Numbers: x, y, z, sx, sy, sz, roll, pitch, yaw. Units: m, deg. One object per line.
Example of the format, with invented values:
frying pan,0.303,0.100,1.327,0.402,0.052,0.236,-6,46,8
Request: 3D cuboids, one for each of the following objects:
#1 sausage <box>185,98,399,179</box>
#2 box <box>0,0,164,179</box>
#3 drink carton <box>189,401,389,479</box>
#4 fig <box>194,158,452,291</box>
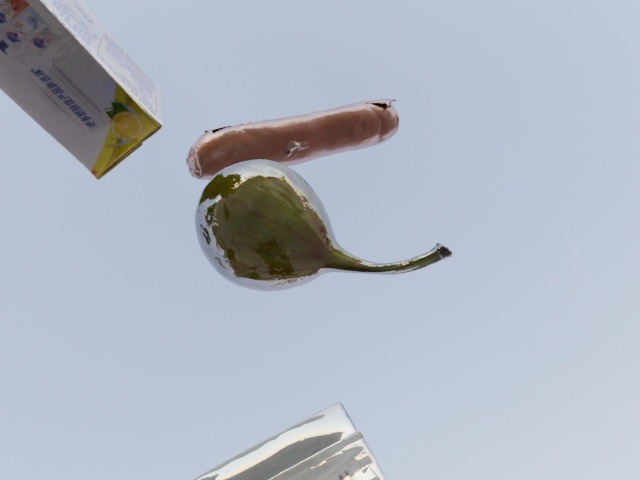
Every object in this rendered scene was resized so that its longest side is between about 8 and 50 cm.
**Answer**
sausage,-0.038,-0.186,1.052,0.418,0.094,0.094,-16,-90,-24
box,-0.298,-0.215,0.632,0.097,0.168,0.265,-36,-56,7
drink carton,0.008,0.258,0.370,0.130,0.106,0.315,-25,-53,-15
fig,0.000,0.000,0.534,0.236,0.124,0.124,15,-87,12
